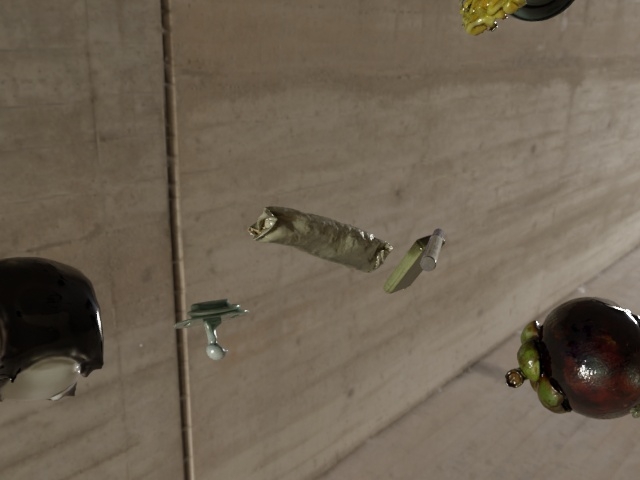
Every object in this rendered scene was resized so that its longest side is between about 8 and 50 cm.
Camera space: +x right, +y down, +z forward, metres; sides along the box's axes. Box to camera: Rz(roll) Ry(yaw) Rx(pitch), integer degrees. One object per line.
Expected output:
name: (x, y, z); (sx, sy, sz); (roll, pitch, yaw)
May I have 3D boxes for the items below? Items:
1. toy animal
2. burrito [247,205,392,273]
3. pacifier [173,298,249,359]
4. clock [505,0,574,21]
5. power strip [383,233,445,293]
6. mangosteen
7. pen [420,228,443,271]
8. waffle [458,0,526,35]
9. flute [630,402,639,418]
toy animal: (-0.497, 0.144, 0.884); (0.309, 0.251, 0.251); (2, -165, -43)
burrito: (0.000, 0.000, 1.002); (0.275, 0.082, 0.059); (15, -140, -39)
pacifier: (-0.204, 0.173, 1.209); (0.150, 0.117, 0.126); (-3, 163, -34)
clock: (0.466, -0.587, 1.350); (0.214, 0.215, 0.042); (2, -163, 0)
power strip: (0.186, 0.043, 1.231); (0.076, 0.169, 0.028); (-14, -122, -40)
mangosteen: (0.631, 0.279, 1.468); (0.311, 0.311, 0.311); (2, -161, -1)
pen: (0.187, 0.011, 1.030); (0.025, 0.025, 0.204); (6, -164, 13)
waffle: (0.355, -0.480, 1.102); (0.262, 0.060, 0.281); (-20, -144, 53)
flute: (0.680, 0.277, 1.170); (0.233, 0.027, 0.027); (-23, -155, -12)
